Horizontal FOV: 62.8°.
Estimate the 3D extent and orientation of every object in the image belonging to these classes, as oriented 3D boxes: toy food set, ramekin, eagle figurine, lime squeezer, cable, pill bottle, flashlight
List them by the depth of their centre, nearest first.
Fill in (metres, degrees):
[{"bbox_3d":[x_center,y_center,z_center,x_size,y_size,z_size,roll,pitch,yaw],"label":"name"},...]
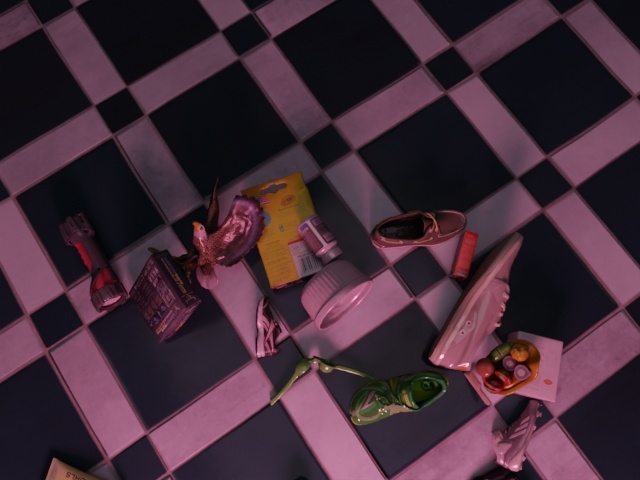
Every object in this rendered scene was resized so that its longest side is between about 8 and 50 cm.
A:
[{"bbox_3d":[0.494,0.353,1.440,0.218,0.071,0.128,-42,47,22],"label":"toy food set"},{"bbox_3d":[0.481,0.722,1.443,0.184,0.047,0.151,-21,82,-7],"label":"cable"},{"bbox_3d":[0.040,0.148,1.503,0.207,0.207,0.109,-40,70,-8],"label":"ramekin"},{"bbox_3d":[0.000,0.000,1.505,0.078,0.078,0.137,-35,80,-7],"label":"pill bottle"},{"bbox_3d":[-0.004,0.388,1.518,0.310,0.059,0.110,-13,76,-3],"label":"lime squeezer"},{"bbox_3d":[-0.318,-0.016,1.542,0.226,0.225,0.298,44,68,-7],"label":"eagle figurine"},{"bbox_3d":[-0.695,0.069,1.586,0.103,0.103,0.304,-25,71,-37],"label":"flashlight"}]

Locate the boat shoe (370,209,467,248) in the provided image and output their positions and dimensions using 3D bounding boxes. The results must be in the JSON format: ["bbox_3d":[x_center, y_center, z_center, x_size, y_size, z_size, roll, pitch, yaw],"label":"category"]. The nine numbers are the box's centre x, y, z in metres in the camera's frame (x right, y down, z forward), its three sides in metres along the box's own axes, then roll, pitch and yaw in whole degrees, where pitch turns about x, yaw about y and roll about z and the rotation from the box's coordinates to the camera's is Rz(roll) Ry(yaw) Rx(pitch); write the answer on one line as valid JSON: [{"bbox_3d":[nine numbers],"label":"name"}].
[{"bbox_3d":[0.306,-0.038,1.596,0.305,0.091,0.109,-11,77,-2],"label":"boat shoe"}]

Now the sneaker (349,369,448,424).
[{"bbox_3d":[0.218,0.431,1.470,0.295,0.123,0.109,-20,78,-3],"label":"sneaker"}]

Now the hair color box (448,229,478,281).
[{"bbox_3d":[0.433,0.048,1.585,0.043,0.072,0.141,18,78,5],"label":"hair color box"}]

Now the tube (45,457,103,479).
[{"bbox_3d":[-0.655,0.689,1.456,0.240,0.062,0.070,15,37,9],"label":"tube"}]

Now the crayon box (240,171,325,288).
[{"bbox_3d":[-0.099,-0.029,1.592,0.202,0.081,0.319,-17,78,-4],"label":"crayon box"}]

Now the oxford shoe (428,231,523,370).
[{"bbox_3d":[0.471,0.182,1.507,0.130,0.169,0.449,30,86,10],"label":"oxford shoe"}]

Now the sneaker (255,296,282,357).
[{"bbox_3d":[-0.153,0.255,1.554,0.077,0.072,0.178,2,84,-11],"label":"sneaker"}]

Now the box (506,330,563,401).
[{"bbox_3d":[0.601,0.359,1.498,0.130,0.091,0.170,14,77,4],"label":"box"}]

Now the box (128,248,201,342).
[{"bbox_3d":[-0.449,0.162,1.498,0.059,0.233,0.183,-24,73,-45],"label":"box"}]

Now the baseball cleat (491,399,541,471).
[{"bbox_3d":[0.543,0.532,1.470,0.109,0.072,0.206,18,68,20],"label":"baseball cleat"}]
